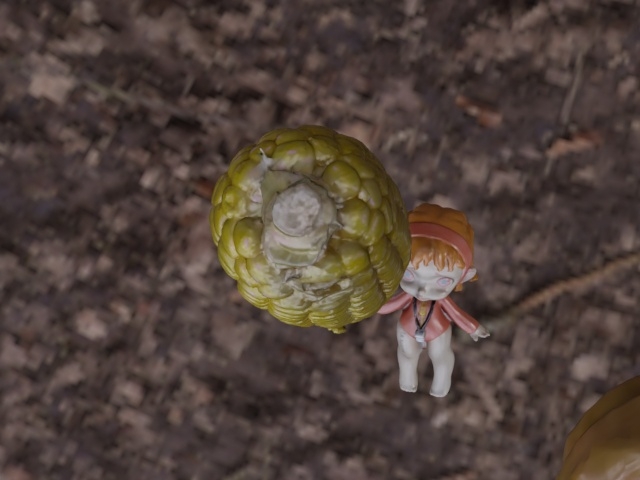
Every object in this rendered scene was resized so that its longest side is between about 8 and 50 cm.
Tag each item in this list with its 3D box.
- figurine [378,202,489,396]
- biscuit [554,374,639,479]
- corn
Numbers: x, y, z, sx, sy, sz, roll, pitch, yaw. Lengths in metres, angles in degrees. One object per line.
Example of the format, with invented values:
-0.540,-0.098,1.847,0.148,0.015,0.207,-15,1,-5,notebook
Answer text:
0.052,0.030,0.934,0.064,0.047,0.109,9,129,11,figurine
0.181,0.121,0.489,0.376,0.051,0.269,-12,120,2,biscuit
0.000,0.000,0.694,0.067,0.067,0.206,16,175,6,corn
